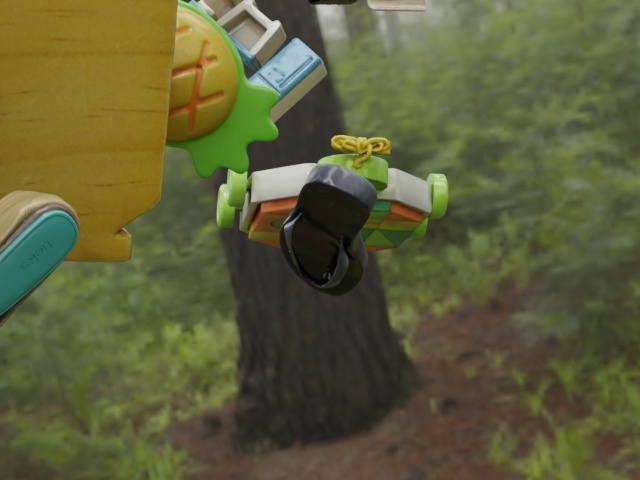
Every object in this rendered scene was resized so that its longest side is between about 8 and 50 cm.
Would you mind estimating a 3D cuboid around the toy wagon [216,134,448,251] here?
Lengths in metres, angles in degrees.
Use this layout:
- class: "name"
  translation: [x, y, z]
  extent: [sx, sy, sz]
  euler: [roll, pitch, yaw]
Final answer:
- class: "toy wagon"
  translation: [0.017, -0.051, 1.935]
  extent: [0.267, 0.068, 0.344]
  euler: [3, -12, -8]

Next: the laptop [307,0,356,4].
- class: "laptop"
  translation: [0.050, -0.388, 1.738]
  extent: [0.234, 0.136, 0.264]
  euler: [-51, -8, 17]

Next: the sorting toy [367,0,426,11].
- class: "sorting toy"
  translation: [0.069, -0.212, 1.262]
  extent: [0.083, 0.062, 0.012]
  euler: [-5, 1, -35]

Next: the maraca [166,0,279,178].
- class: "maraca"
  translation: [-0.123, -0.139, 1.444]
  extent: [0.127, 0.186, 0.099]
  euler: [-47, 6, 14]

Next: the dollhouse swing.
- class: "dollhouse swing"
  translation: [-0.304, -0.206, 1.442]
  extent: [0.315, 0.346, 0.305]
  euler: [2, 31, -11]

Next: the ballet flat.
- class: "ballet flat"
  translation: [-0.276, 0.050, 1.183]
  extent: [0.073, 0.080, 0.232]
  euler: [25, 60, 40]

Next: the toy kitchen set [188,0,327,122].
- class: "toy kitchen set"
  translation: [-0.117, -0.274, 2.059]
  extent: [0.122, 0.166, 0.207]
  euler: [-44, 65, -7]

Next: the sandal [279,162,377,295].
- class: "sandal"
  translation: [-0.001, -0.001, 1.630]
  extent: [0.097, 0.254, 0.054]
  euler: [22, 67, 8]
